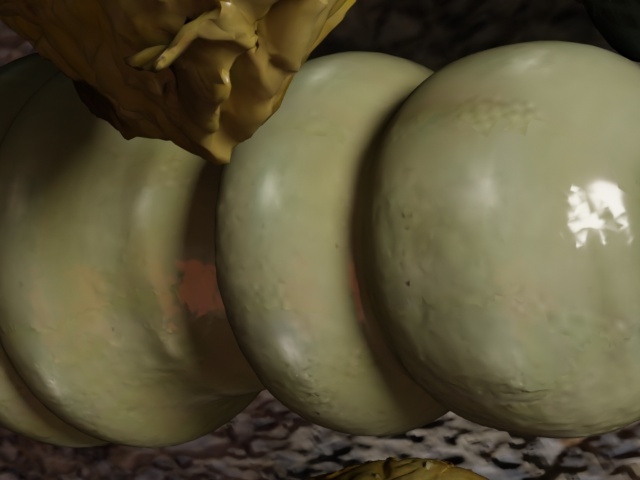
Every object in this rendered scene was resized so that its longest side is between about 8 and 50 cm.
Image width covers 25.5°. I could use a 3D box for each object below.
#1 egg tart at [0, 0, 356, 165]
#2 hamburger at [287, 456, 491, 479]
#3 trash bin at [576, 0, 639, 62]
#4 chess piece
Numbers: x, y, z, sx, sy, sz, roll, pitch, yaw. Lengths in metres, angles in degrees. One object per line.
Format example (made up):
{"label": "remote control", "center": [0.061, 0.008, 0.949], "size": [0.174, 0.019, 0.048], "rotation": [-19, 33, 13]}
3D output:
{"label": "egg tart", "center": [-0.075, -0.184, 0.429], "size": [0.339, 0.153, 0.351], "rotation": [151, 117, -64]}
{"label": "hamburger", "center": [0.069, 0.244, 0.778], "size": [0.265, 0.134, 0.285], "rotation": [-18, 119, 35]}
{"label": "trash bin", "center": [0.121, -0.147, 0.450], "size": [0.175, 0.175, 0.161], "rotation": [-3, 132, 32]}
{"label": "chess piece", "center": [0.000, 0.000, 0.549], "size": [0.330, 0.182, 0.182], "rotation": [-2, 122, 43]}
